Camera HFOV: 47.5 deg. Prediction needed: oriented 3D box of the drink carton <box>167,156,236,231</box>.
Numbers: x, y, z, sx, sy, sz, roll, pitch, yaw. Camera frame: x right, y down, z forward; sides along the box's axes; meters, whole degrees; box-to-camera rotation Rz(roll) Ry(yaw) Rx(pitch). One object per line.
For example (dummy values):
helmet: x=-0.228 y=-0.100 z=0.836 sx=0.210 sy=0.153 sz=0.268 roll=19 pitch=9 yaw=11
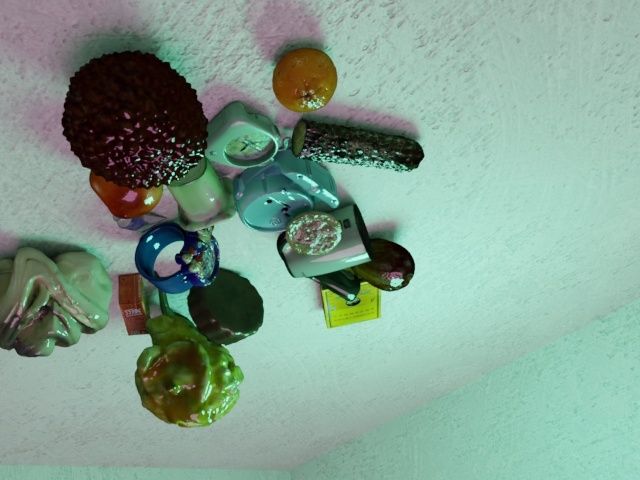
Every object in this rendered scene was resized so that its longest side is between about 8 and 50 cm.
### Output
drink carton: x=-0.290 y=-0.124 z=1.682 sx=0.144 sy=0.146 sz=0.142 roll=-18 pitch=141 yaw=6

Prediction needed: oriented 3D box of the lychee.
lychee: x=-0.353 y=-0.229 z=1.380 sx=0.264 sy=0.300 sz=0.264 roll=-42 pitch=152 yaw=-30

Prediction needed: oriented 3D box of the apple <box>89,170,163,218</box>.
apple: x=-0.428 y=-0.124 z=1.599 sx=0.139 sy=0.163 sz=0.163 roll=-33 pitch=148 yaw=1

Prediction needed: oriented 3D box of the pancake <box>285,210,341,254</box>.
pancake: x=-0.020 y=-0.016 z=1.849 sx=0.151 sy=0.025 sz=0.151 roll=-5 pitch=133 yaw=-5

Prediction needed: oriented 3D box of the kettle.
kettle: x=0.000 y=0.000 z=1.967 sx=0.236 sy=0.161 sz=0.221 roll=-17 pitch=156 yaw=12

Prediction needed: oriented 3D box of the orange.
orange: x=-0.031 y=-0.318 z=1.467 sx=0.135 sy=0.117 sz=0.135 roll=-4 pitch=152 yaw=-2

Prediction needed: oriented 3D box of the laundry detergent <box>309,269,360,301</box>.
laundry detergent: x=0.008 y=0.097 z=2.147 sx=0.222 sy=0.144 sz=0.078 roll=29 pitch=101 yaw=-14

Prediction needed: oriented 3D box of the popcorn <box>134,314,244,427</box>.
popcorn: x=-0.398 y=0.398 z=2.131 sx=0.335 sy=0.274 sz=0.279 roll=26 pitch=121 yaw=8

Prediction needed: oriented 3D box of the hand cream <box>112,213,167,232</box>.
hand cream: x=-0.461 y=-0.048 z=1.829 sx=0.084 sy=0.053 sz=0.142 roll=-27 pitch=157 yaw=22

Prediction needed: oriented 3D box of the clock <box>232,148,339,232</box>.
clock: x=-0.108 y=-0.104 z=1.819 sx=0.274 sy=0.094 sz=0.223 roll=-30 pitch=145 yaw=25

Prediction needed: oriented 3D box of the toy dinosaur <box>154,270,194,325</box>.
toy dinosaur: x=-0.449 y=0.224 z=2.298 sx=0.087 sy=0.301 sz=0.447 roll=8 pitch=-175 yaw=16

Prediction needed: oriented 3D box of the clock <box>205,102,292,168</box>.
clock: x=-0.163 y=-0.223 z=1.631 sx=0.188 sy=0.060 sz=0.148 roll=19 pitch=137 yaw=-43

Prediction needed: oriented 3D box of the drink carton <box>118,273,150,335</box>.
drink carton: x=-0.548 y=0.194 z=2.146 sx=0.071 sy=0.096 sz=0.223 roll=-5 pitch=149 yaw=-10

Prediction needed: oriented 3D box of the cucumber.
cucumber: x=0.106 y=-0.213 z=1.717 sx=0.359 sy=0.096 sz=0.096 roll=6 pitch=145 yaw=-27

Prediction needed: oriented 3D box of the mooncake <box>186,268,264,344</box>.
mooncake: x=-0.283 y=0.200 z=2.139 sx=0.228 sy=0.228 sz=0.124 roll=16 pitch=140 yaw=-40

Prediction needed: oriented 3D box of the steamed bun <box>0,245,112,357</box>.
steamed bun: x=-0.733 y=0.181 z=1.909 sx=0.339 sy=0.247 sz=0.352 roll=-35 pitch=139 yaw=31

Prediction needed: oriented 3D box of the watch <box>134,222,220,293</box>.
watch: x=-0.371 y=0.034 z=1.879 sx=0.200 sy=0.196 sz=0.171 roll=-2 pitch=146 yaw=17

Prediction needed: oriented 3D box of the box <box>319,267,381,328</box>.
box: x=0.099 y=0.179 z=2.380 sx=0.193 sy=0.084 sz=0.301 roll=-12 pitch=150 yaw=-2

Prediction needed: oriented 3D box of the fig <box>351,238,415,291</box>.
fig: x=0.142 y=0.057 z=2.158 sx=0.274 sy=0.145 sz=0.170 roll=16 pitch=168 yaw=-3
